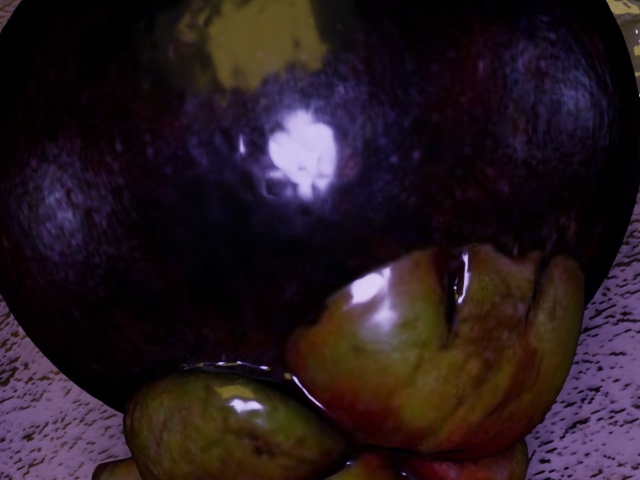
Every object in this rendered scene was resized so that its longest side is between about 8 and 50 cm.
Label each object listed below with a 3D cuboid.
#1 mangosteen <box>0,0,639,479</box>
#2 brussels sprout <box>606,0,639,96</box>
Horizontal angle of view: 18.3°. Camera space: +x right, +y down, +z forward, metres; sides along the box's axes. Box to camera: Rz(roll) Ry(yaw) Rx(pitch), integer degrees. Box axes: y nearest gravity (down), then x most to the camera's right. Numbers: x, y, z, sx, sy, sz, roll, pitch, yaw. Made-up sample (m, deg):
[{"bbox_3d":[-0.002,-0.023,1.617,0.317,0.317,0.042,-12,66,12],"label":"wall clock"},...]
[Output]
[{"bbox_3d":[0.000,0.000,1.109,0.382,0.382,0.435,-13,88,14],"label":"mangosteen"},{"bbox_3d":[0.148,-0.101,1.271,0.181,0.100,0.139,-4,73,23],"label":"brussels sprout"}]
